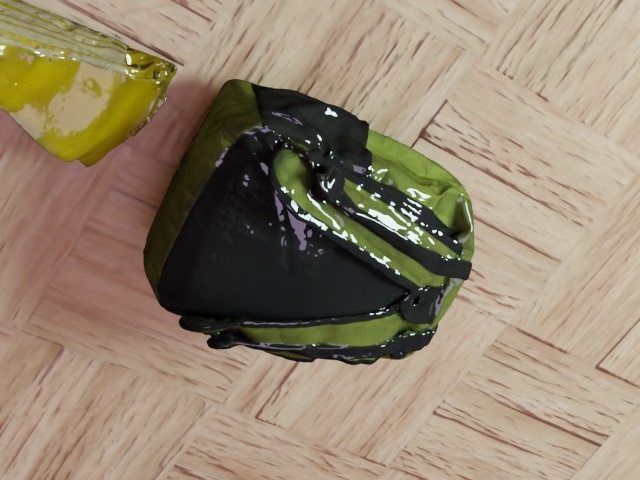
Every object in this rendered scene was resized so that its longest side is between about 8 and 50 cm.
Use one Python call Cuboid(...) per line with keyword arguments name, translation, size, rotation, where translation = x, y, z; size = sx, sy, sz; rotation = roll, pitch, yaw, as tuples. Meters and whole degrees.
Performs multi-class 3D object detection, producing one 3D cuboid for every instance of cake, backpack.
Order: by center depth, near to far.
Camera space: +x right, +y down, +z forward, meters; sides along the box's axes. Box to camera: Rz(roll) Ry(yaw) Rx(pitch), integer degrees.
Cuboid(name="cake", translation=(-0.185, -0.131, 0.774), size=(0.116, 0.080, 0.185), rotation=(-29, 120, 9))
Cuboid(name="backpack", translation=(0.000, 0.000, 0.863), size=(0.253, 0.140, 0.207), rotation=(19, 119, -18))
